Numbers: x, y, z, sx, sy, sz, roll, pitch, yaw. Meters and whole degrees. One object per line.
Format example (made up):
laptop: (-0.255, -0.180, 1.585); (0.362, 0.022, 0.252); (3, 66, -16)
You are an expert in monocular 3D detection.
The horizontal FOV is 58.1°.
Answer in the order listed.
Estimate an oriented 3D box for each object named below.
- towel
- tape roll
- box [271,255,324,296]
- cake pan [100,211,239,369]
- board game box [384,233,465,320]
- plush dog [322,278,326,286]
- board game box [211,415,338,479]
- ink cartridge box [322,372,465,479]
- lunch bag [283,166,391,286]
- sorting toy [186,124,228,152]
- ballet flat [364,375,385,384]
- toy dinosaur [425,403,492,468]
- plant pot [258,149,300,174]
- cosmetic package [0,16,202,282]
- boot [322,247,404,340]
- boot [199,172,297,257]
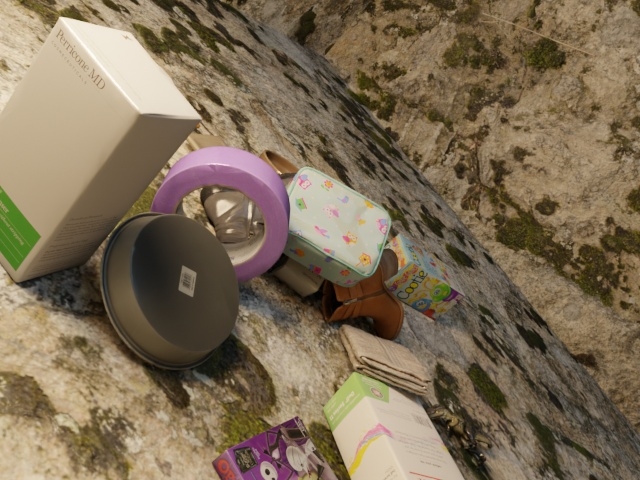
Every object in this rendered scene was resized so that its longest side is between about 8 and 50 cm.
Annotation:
towel: (0.145, 0.269, 1.344); (0.187, 0.049, 0.282); (23, 4, -9)
tape roll: (-0.200, -0.048, 1.177); (0.274, 0.275, 0.090); (36, 24, -20)
box: (0.000, 0.000, 1.468); (0.113, 0.094, 0.275); (37, 63, -12)
cake pan: (-0.252, 0.080, 1.030); (0.293, 0.054, 0.293); (34, 45, -43)
board game box: (0.322, 0.125, 1.912); (0.275, 0.142, 0.144); (31, 27, -29)
plush dog: (0.095, 0.054, 1.642); (0.225, 0.210, 0.263); (59, 7, -52)
board game box: (-0.012, 0.469, 0.933); (0.208, 0.056, 0.347); (-6, 55, -56)
ink cartridge box: (0.160, 0.441, 1.102); (0.207, 0.119, 0.353); (28, 19, -33)
lunch bag: (0.026, -0.033, 1.369); (0.279, 0.108, 0.224); (30, 55, -13)
sorting toy: (-0.291, -0.223, 1.605); (0.348, 0.047, 0.196); (52, 20, 14)
ballet flat: (0.124, 0.340, 1.353); (0.052, 0.057, 0.168); (20, 32, -26)
toy dinosaur: (0.386, 0.513, 1.493); (0.268, 0.064, 0.118); (38, 18, -23)
plant pot: (-0.102, -0.149, 1.684); (0.237, 0.110, 0.237); (37, 14, -11)
cosmetic package: (-0.384, -0.131, 0.900); (0.197, 0.365, 0.155); (48, 24, 8)
boot: (0.110, 0.174, 1.498); (0.220, 0.284, 0.109); (-23, 37, -33)
boot: (-0.119, -0.048, 1.437); (0.337, 0.118, 0.223); (-10, 53, -24)
